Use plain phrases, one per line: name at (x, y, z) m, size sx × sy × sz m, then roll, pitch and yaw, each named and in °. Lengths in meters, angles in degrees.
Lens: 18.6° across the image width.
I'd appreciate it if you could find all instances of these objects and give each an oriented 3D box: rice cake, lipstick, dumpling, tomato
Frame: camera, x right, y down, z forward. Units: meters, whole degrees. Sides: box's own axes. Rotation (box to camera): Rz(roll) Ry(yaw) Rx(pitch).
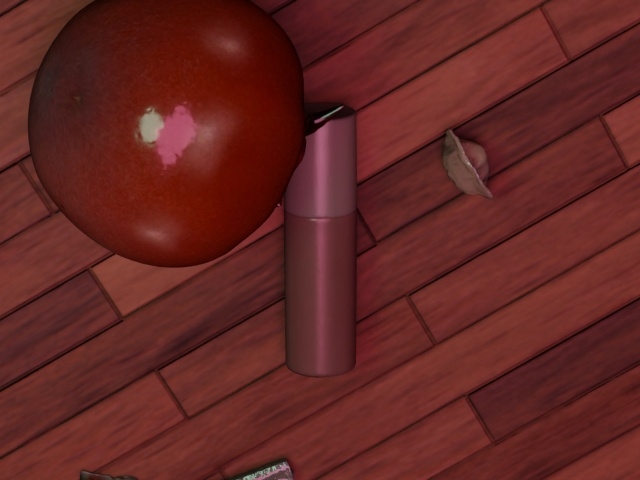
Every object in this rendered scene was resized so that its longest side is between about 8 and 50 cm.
rice cake at (-0.085, 0.249, 1.962) m, size 0.121 × 0.021 × 0.022 m, roll -21°, pitch 99°, yaw 2°
lipstick at (0.000, 0.000, 1.865) m, size 0.070 × 0.070 × 0.254 m, roll -2°, pitch 108°, yaw -5°
dumpling at (0.142, -0.069, 1.864) m, size 0.043 × 0.059 × 0.077 m, roll -13°, pitch 112°, yaw -13°
tomato at (-0.133, -0.105, 1.720) m, size 0.224 × 0.256 × 0.256 m, roll 13°, pitch 109°, yaw -46°

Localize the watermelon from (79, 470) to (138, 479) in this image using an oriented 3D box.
watermelon at (-0.200, 0.263, 1.950) m, size 0.061 × 0.085 × 0.085 m, roll -44°, pitch 109°, yaw -22°
